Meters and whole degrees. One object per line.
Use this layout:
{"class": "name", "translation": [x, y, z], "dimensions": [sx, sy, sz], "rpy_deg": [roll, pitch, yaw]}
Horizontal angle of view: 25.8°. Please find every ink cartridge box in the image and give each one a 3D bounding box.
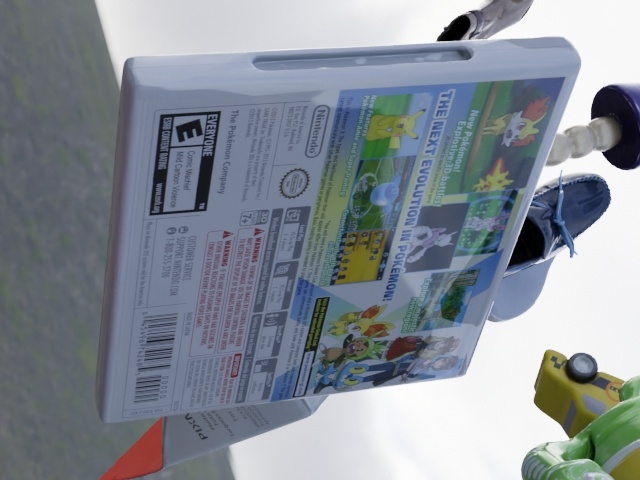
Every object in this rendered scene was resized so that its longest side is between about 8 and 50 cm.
{"class": "ink cartridge box", "translation": [-0.064, 0.097, 1.449], "dimensions": [0.385, 0.308, 0.091], "rpy_deg": [-24, -74, 47]}

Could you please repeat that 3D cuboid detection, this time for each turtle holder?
{"class": "turtle holder", "translation": [0.345, 0.259, 1.331], "dimensions": [0.320, 0.243, 0.227], "rpy_deg": [54, -6, -28]}

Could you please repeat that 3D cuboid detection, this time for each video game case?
{"class": "video game case", "translation": [0.000, 0.000, 0.981], "dimensions": [0.329, 0.300, 0.036], "rpy_deg": [103, -26, -44]}

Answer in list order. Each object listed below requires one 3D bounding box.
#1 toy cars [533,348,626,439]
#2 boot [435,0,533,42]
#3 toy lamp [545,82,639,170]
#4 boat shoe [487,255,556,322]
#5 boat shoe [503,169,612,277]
{"class": "toy cars", "translation": [0.386, 0.276, 1.603], "dimensions": [0.393, 0.087, 0.176], "rpy_deg": [47, -35, -19]}
{"class": "boot", "translation": [0.176, -0.239, 1.492], "dimensions": [0.042, 0.087, 0.118], "rpy_deg": [50, -56, 14]}
{"class": "toy lamp", "translation": [0.187, -0.075, 1.162], "dimensions": [0.080, 0.275, 0.080], "rpy_deg": [49, -32, 45]}
{"class": "boat shoe", "translation": [0.263, 0.038, 1.923], "dimensions": [0.080, 0.228, 0.076], "rpy_deg": [44, -39, -11]}
{"class": "boat shoe", "translation": [0.265, -0.001, 1.745], "dimensions": [0.109, 0.258, 0.089], "rpy_deg": [58, -14, -9]}
